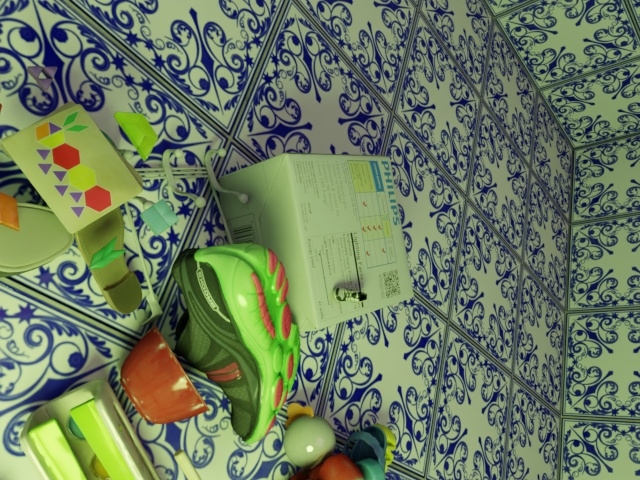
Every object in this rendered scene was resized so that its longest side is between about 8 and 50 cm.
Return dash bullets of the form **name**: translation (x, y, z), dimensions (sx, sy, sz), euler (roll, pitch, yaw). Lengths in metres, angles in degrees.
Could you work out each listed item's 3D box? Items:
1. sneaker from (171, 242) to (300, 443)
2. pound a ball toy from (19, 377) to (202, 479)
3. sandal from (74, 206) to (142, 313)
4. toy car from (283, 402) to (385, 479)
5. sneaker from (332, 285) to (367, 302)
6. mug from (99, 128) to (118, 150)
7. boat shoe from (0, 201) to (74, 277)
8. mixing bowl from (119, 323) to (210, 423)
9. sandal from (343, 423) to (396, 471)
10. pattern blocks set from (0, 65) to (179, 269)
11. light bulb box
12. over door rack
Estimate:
- **sneaker**: translation (-0.157, 0.190, 1.052), dimensions (0.185, 0.202, 0.482), euler (-58, 152, -49)
- **pound a ball toy**: translation (-0.295, 0.372, 0.908), dimensions (0.208, 0.136, 0.319), euler (-26, 104, -12)
- **sandal**: translation (-0.381, 0.016, 0.966), dimensions (0.088, 0.079, 0.240), euler (-36, 127, -42)
- **toy car**: translation (-0.025, 0.471, 1.219), dimensions (0.219, 0.210, 0.238), euler (3, 52, -44)
- **sneaker**: translation (0.060, 0.107, 1.128), dimensions (0.083, 0.037, 0.032), euler (9, 78, -46)
- **mug**: translation (-0.396, -0.126, 0.958), dimensions (0.158, 0.097, 0.129), euler (31, 59, -40)
- **boat shoe**: translation (-0.524, 0.017, 0.803), dimensions (0.335, 0.095, 0.112), euler (-24, 100, -54)
- **mixing bowl**: translation (-0.280, 0.247, 0.975), dimensions (0.098, 0.181, 0.181), euler (-34, 109, -18)
- **sandal**: translation (0.098, 0.582, 1.331), dimensions (0.138, 0.126, 0.317), euler (50, 38, -49)
- **pattern blocks set**: translation (-0.382, -0.116, 0.873), dimensions (0.285, 0.026, 0.324), euler (-30, 94, -34)
- **light bulb box**: translation (0.000, 0.000, 1.279), dimensions (0.361, 0.225, 0.357), euler (-8, 88, -49)
- **over door rack**: translation (-0.250, -0.023, 1.094), dimensions (0.239, 0.108, 0.324), euler (-10, 89, -48)
